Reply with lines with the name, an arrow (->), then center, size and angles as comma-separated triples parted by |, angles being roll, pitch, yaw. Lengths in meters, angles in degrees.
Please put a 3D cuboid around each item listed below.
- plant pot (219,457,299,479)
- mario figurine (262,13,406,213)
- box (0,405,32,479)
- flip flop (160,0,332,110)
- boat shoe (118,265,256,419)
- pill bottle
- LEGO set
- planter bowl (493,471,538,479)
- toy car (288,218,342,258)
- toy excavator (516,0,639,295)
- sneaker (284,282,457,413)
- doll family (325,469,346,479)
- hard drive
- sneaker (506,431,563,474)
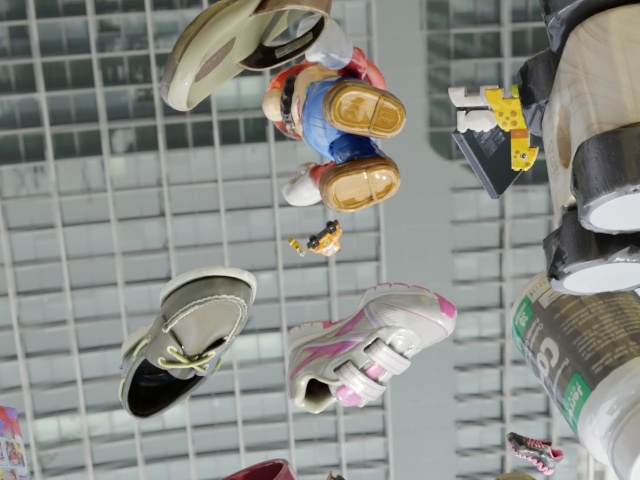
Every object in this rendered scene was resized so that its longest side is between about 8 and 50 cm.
plant pot -> -0.083, 0.383, 1.252 | 0.201, 0.180, 0.201 | -28, -178, 1
mario figurine -> -0.008, -0.133, 1.179 | 0.170, 0.198, 0.320 | 35, -171, -17
box -> -0.489, 0.321, 1.473 | 0.057, 0.201, 0.293 | -20, 163, 6
flip flop -> -0.040, -0.207, 1.003 | 0.080, 0.112, 0.277 | 32, -125, 15
boat shoe -> -0.161, 0.125, 1.265 | 0.109, 0.091, 0.305 | 17, 145, -23
pill bottle -> 0.438, 0.200, 1.561 | 0.204, 0.204, 0.361 | -7, -146, -14
LEGO set -> 0.255, -0.131, 1.218 | 0.227, 0.093, 0.087 | 0, -168, 18
planter bowl -> 0.330, 0.465, 1.814 | 0.162, 0.109, 0.162 | -1, -146, 1
toy car -> 0.000, 0.000, 1.522 | 0.060, 0.040, 0.122 | -44, -166, -12
toy excavator -> 0.415, -0.080, 0.983 | 0.445, 0.222, 0.433 | -5, 158, 2
sneaker -> 0.056, 0.137, 1.247 | 0.252, 0.103, 0.111 | -31, -143, 38
doll family -> 0.051, 0.560, 2.300 | 0.111, 0.076, 0.193 | 26, -151, 6
hard drive -> 0.272, -0.146, 1.694 | 0.094, 0.135, 0.022 | -48, -153, -26
sneaker -> 0.393, 0.376, 1.944 | 0.119, 0.057, 0.047 | 33, -149, -17
